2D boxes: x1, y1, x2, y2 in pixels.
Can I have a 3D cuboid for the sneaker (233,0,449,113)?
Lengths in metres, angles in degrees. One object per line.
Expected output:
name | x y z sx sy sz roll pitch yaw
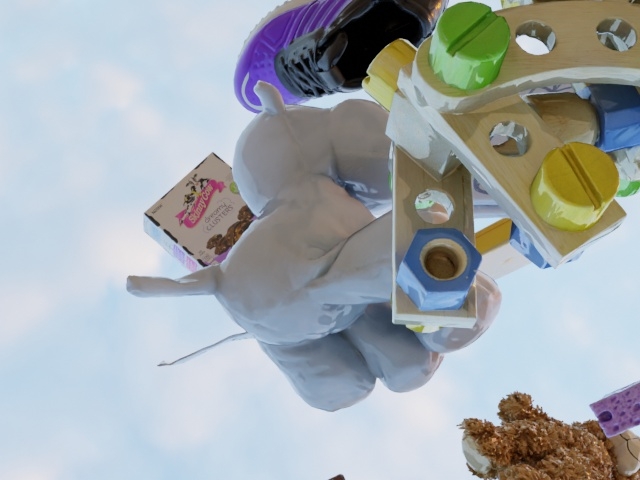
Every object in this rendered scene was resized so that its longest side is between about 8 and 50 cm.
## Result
sneaker | 0.008 -0.204 1.044 0.293 0.102 0.146 -27 -148 31

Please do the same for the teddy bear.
teddy bear | 0.324 0.290 1.266 0.338 0.113 0.245 18 -166 -26

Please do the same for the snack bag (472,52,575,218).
snack bag | 0.231 -0.150 1.383 0.342 0.037 0.323 1 -132 48

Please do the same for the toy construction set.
toy construction set | 0.072 -0.140 0.445 0.215 0.151 0.328 -20 -98 -12

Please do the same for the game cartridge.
game cartridge | 0.327 0.014 1.748 0.323 0.285 0.053 -26 -106 15

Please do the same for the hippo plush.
hippo plush | 0.000 0.000 0.874 0.294 0.234 0.237 -8 -130 0

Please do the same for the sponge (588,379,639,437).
sponge | 0.316 0.094 0.751 0.210 0.117 0.031 -29 -106 18

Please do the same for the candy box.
candy box | -0.162 -0.021 1.572 0.196 0.070 0.165 40 -114 10

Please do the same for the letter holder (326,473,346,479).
letter holder | 0.011 0.518 1.334 0.214 0.302 0.152 -27 -156 -5
